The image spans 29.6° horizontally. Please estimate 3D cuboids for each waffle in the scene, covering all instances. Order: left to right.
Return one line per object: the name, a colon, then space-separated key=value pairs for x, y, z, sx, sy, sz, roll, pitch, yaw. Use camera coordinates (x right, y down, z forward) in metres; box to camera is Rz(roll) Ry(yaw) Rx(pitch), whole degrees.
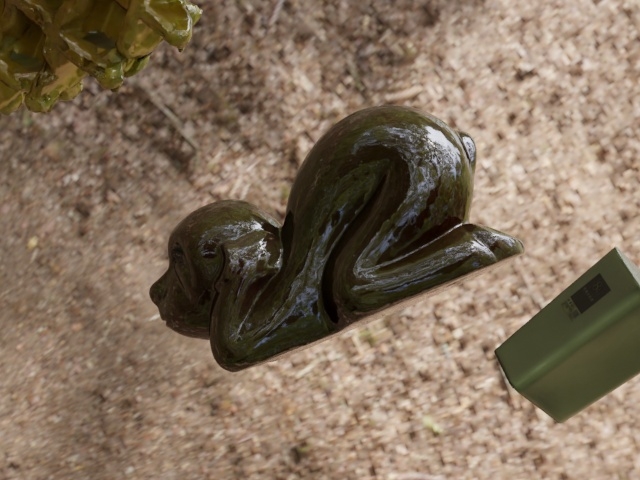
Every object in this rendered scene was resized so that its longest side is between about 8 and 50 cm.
waffle: x=-0.115 y=-0.172 z=0.539 sx=0.051 sy=0.232 sz=0.228 roll=-2 pitch=87 yaw=-56

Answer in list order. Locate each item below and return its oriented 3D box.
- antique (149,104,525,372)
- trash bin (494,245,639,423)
antique: x=0.000 y=0.000 z=0.873 sx=0.143 sy=0.257 sz=0.121 roll=65 pitch=14 yaw=5
trash bin: x=0.153 y=0.057 z=0.686 sx=0.061 sy=0.092 sz=0.043 roll=37 pitch=20 yaw=-36
